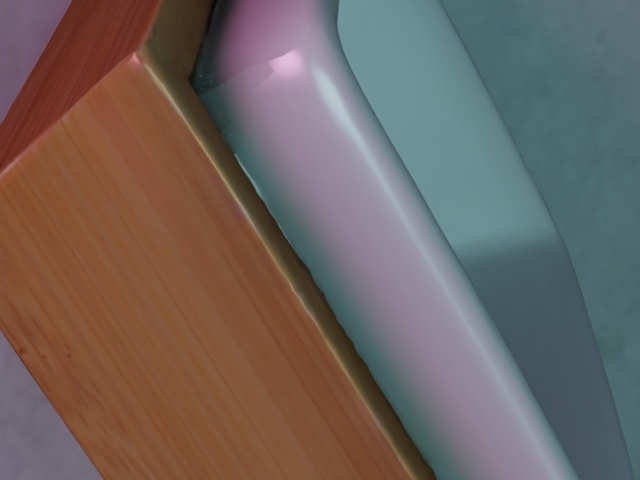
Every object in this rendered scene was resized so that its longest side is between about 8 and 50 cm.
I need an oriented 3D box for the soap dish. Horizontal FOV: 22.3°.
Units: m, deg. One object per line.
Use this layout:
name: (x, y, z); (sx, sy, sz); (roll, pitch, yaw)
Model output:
soap dish: (0.000, 0.000, 0.516); (0.118, 0.291, 0.229); (-26, 111, 13)
